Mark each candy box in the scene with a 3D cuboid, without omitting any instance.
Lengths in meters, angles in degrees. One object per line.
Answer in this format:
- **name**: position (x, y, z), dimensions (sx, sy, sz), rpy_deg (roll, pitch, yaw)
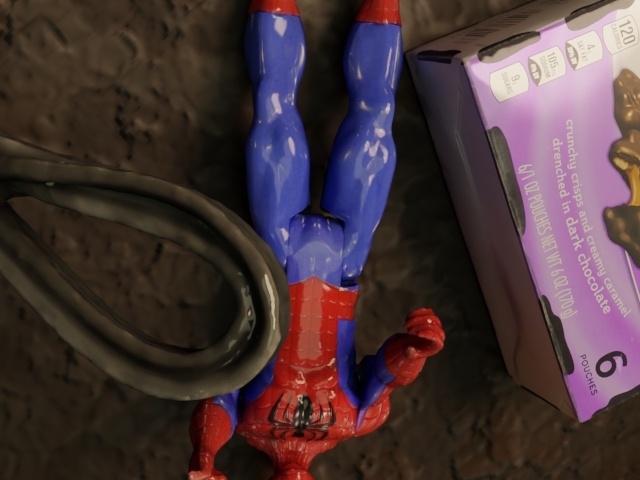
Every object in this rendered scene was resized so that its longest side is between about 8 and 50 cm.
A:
- **candy box**: position (0.158, -0.040, 0.506), dimensions (0.196, 0.070, 0.165), rpy_deg (-24, 106, -11)

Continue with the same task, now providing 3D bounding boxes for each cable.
- **cable**: position (-0.141, -0.042, 0.371), dimensions (0.139, 0.072, 0.287), rpy_deg (-42, 80, 1)

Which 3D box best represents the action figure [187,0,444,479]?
- **action figure**: position (0.000, 0.000, 0.435), dimensions (0.091, 0.139, 0.280), rpy_deg (3, 102, -7)
